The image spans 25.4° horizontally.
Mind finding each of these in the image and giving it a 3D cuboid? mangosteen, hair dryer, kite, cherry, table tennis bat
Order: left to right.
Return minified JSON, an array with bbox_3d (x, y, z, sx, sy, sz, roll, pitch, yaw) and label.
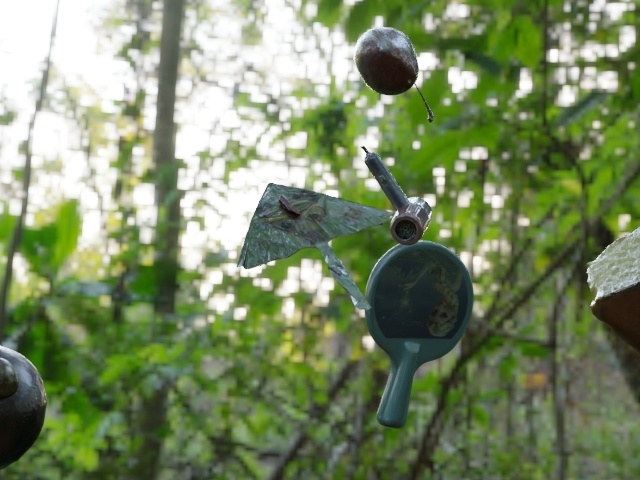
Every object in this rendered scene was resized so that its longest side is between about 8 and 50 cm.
[{"bbox_3d":[-0.368,0.172,1.509,0.153,0.152,0.152,3,-12,1],"label":"mangosteen"},{"bbox_3d":[0.000,0.001,1.737,0.229,0.250,0.012,-18,-41,-24],"label":"kite"},{"bbox_3d":[0.074,-0.052,1.493,0.037,0.114,0.063,-31,8,21],"label":"hair dryer"},{"bbox_3d":[0.132,-0.298,2.541,0.115,0.188,0.148,-23,-9,-14],"label":"cherry"},{"bbox_3d":[0.113,0.117,1.771,0.149,0.237,0.038,15,-2,-25],"label":"table tennis bat"}]

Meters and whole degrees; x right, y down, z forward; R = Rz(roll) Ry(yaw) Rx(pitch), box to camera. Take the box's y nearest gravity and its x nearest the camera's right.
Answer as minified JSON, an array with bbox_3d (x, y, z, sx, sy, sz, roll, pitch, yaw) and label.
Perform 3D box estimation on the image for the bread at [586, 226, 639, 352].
[{"bbox_3d":[0.590,0.081,1.966,0.333,0.143,0.324,34,-46,-24],"label":"bread"}]
